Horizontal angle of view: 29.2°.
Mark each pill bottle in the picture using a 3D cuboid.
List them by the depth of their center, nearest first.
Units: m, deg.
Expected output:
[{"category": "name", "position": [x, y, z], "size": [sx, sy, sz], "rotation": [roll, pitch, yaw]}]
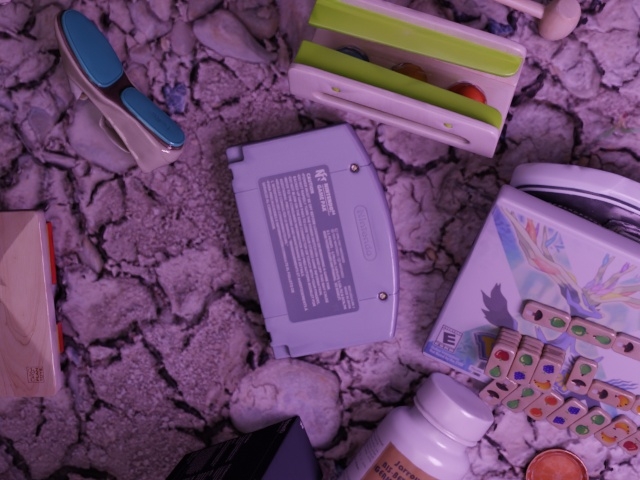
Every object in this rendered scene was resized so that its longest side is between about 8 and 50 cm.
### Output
[{"category": "pill bottle", "position": [0.122, 0.294, 1.631], "size": [0.131, 0.131, 0.229], "rotation": [36, 103, 2]}]

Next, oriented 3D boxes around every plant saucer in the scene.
[{"category": "plant saucer", "position": [0.320, 0.320, 1.663], "size": [0.083, 0.013, 0.083], "rotation": [2, 101, 9]}]

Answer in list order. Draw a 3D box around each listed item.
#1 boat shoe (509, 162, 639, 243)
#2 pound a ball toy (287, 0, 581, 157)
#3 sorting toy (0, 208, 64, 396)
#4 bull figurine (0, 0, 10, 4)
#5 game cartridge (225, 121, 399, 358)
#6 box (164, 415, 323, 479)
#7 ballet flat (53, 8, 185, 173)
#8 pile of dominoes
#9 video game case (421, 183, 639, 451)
[{"category": "boat shoe", "position": [0.387, 0.003, 1.526], "size": [0.335, 0.121, 0.119], "rotation": [21, 78, 4]}, {"category": "pound a ball toy", "position": [0.143, -0.236, 1.553], "size": [0.319, 0.136, 0.208], "rotation": [18, 77, 6]}, {"category": "sorting toy", "position": [-0.485, 0.083, 1.718], "size": [0.255, 0.089, 0.257], "rotation": [-2, 100, 10]}, {"category": "bull figurine", "position": [-0.426, -0.471, 1.606], "size": [0.188, 0.101, 0.310], "rotation": [-12, 100, 7]}, {"category": "game cartridge", "position": [0.000, 0.000, 1.641], "size": [0.198, 0.062, 0.297], "rotation": [-11, 98, 7]}, {"category": "box", "position": [-0.114, 0.339, 1.612], "size": [0.184, 0.261, 0.103], "rotation": [-23, 95, 13]}, {"category": "ballet flat", "position": [-0.285, -0.193, 1.645], "size": [0.086, 0.086, 0.248], "rotation": [-38, 93, 14]}, {"category": "pile of dominoes", "position": [0.333, 0.190, 1.553], "size": [0.251, 0.040, 0.196], "rotation": [20, 132, 8]}, {"category": "video game case", "position": [0.323, 0.109, 1.543], "size": [0.329, 0.036, 0.300], "rotation": [25, 133, 5]}]
